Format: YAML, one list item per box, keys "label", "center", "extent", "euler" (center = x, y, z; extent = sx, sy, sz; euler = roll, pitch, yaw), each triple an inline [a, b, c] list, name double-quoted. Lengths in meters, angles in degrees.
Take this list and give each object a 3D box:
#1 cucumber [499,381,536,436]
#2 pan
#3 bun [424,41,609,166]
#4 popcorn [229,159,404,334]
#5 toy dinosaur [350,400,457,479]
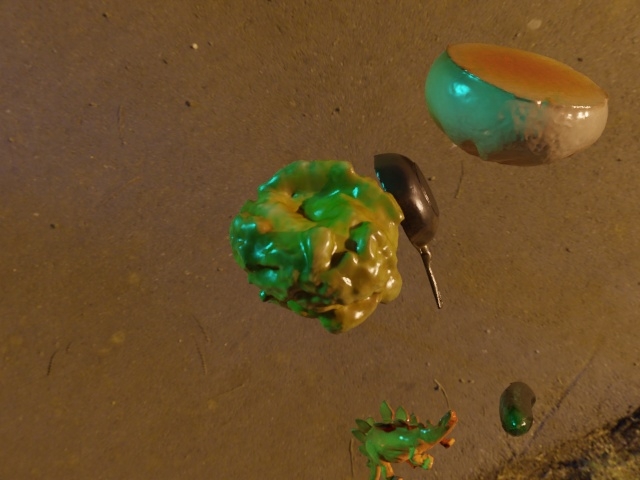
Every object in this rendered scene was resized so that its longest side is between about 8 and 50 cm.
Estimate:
- label: "cucumber"
  center: [0.196, 0.162, 0.512]
  extent: [0.033, 0.184, 0.036]
  euler: [-20, 77, 21]
- label: "pan"
  center: [0.134, -0.027, 0.674]
  extent: [0.048, 0.128, 0.202]
  euler: [-23, 113, 19]
- label: "bun"
  center: [0.321, -0.215, 0.877]
  extent: [0.299, 0.299, 0.164]
  euler: [14, 129, 2]
- label: "popcorn"
  center: [-0.001, 0.005, 0.568]
  extent: [0.198, 0.197, 0.155]
  euler: [5, 139, 3]
- label: "toy dinosaur"
  center: [0.103, 0.314, 0.791]
  extent: [0.117, 0.070, 0.288]
  euler: [50, 131, 14]
